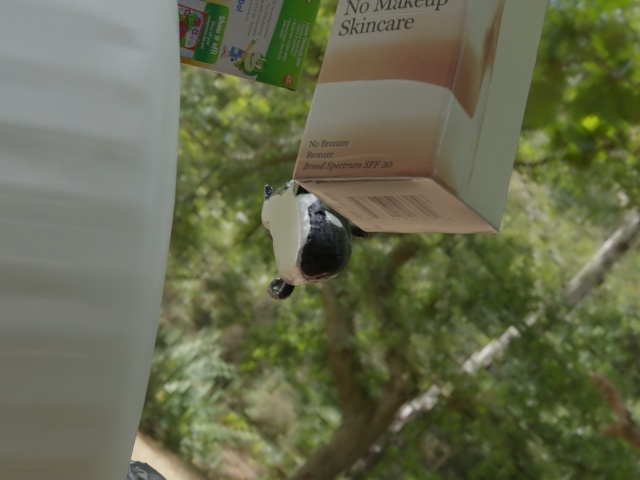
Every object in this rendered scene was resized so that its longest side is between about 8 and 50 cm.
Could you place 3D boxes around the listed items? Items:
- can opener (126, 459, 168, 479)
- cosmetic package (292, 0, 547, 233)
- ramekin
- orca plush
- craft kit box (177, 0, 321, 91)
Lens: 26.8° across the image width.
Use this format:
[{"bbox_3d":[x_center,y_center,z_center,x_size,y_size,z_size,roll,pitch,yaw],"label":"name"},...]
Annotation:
[{"bbox_3d":[-0.167,0.278,0.963,0.076,0.095,0.283,34,38,-19],"label":"can opener"},{"bbox_3d":[0.098,-0.164,1.202,0.153,0.296,0.129,-1,-23,37],"label":"cosmetic package"},{"bbox_3d":[-0.139,-0.004,0.444,0.135,0.277,0.277,7,9,-19],"label":"ramekin"},{"bbox_3d":[0.000,0.000,1.479,0.102,0.151,0.287,11,-7,-12],"label":"orca plush"},{"bbox_3d":[-0.115,-0.326,1.589,0.246,0.250,0.061,13,18,-11],"label":"craft kit box"}]
